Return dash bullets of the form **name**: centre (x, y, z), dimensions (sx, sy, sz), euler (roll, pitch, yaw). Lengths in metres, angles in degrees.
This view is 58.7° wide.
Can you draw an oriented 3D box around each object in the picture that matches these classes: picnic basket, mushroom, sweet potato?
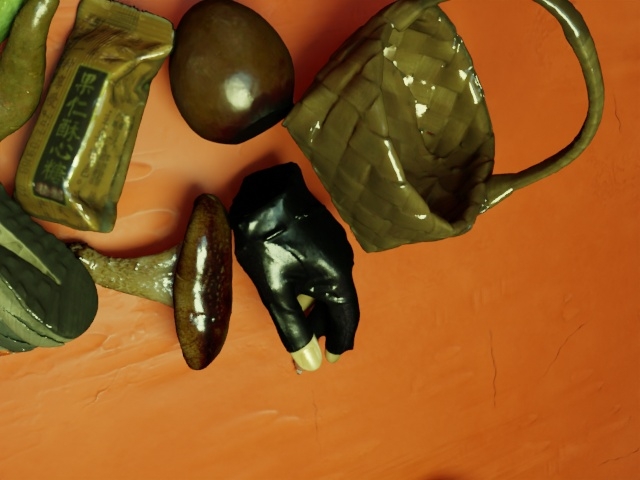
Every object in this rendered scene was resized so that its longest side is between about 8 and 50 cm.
- **picnic basket**: centre (0.173, -0.164, 0.694), dimensions (0.337, 0.337, 0.293), euler (-41, 117, -12)
- **mushroom**: centre (-0.222, 0.052, 0.726), dimensions (0.217, 0.148, 0.227), euler (1, 93, -7)
- **sweet potato**: centre (-0.333, -0.172, 0.616), dimensions (0.059, 0.069, 0.249), euler (39, 112, -7)

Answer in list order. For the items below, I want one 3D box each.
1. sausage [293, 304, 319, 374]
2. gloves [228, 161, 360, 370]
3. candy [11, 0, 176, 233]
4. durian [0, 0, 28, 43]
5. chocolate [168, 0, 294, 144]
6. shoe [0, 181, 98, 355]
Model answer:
- **sausage**: centre (-0.001, 0.104, 0.881), dimensions (0.029, 0.029, 0.223), euler (15, 96, -28)
- **gloves**: centre (-0.025, 0.054, 0.762), dimensions (0.152, 0.197, 0.301), euler (-1, 126, 10)
- **candy**: centre (-0.256, -0.144, 0.651), dimensions (0.143, 0.101, 0.271), euler (19, 91, 14)
- **durian**: centre (-0.355, -0.240, 0.566), dimensions (0.250, 0.139, 0.101), euler (-46, 123, -8)
- **chocolate**: centre (-0.113, -0.203, 0.683), dimensions (0.176, 0.177, 0.177), euler (-6, 105, -24)
- **shoe**: centre (-0.413, 0.008, 0.605), dimensions (0.171, 0.132, 0.336), euler (-28, 119, 23)
